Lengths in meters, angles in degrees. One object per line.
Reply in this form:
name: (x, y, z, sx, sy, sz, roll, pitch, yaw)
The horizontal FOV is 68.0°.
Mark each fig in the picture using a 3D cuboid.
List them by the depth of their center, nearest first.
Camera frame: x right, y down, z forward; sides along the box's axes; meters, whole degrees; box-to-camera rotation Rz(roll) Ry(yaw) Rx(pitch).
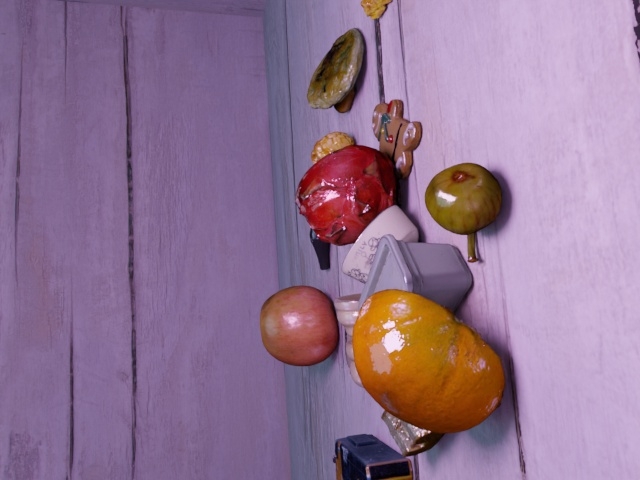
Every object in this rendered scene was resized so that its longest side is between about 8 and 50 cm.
fig: (0.300, -0.069, 0.958, 0.142, 0.186, 0.147, -37, 53, 16)

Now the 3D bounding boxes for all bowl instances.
bowl: (0.179, 0.032, 1.262, 0.126, 0.238, 0.237, 38, 142, 20)

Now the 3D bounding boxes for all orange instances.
orange: (0.203, 0.243, 0.974, 0.274, 0.275, 0.309, 110, 143, -55)

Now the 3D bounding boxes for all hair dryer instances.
hair dryer: (0.000, 0.000, 2.203, 0.271, 0.092, 0.235, -102, 3, -76)

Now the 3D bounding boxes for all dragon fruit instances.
dragon fruit: (0.086, -0.124, 1.373, 0.295, 0.302, 0.295, 58, 177, 4)

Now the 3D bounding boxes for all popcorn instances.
popcorn: (0.052, -0.310, 1.744, 0.170, 0.180, 0.180, -62, -2, -31)

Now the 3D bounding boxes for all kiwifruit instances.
kiwifruit: (0.086, -0.526, 1.750, 0.124, 0.076, 0.075, 119, 146, -55)

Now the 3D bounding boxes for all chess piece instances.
chess piece: (0.138, 0.328, 1.542, 0.167, 0.167, 0.299, 175, 89, -75)

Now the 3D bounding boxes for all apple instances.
apple: (-0.104, 0.375, 2.101, 0.364, 0.365, 0.363, 178, 90, -75)

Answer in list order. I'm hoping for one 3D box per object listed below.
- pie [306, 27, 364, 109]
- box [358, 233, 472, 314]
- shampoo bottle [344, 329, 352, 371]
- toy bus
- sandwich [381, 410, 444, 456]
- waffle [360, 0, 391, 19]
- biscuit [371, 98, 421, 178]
pie: (0.055, -0.614, 1.694, 0.323, 0.071, 0.322, -40, 41, 45)
box: (0.219, 0.137, 1.134, 0.311, 0.183, 0.175, 104, 159, -45)
shampoo bottle: (0.128, 0.362, 1.708, 0.127, 0.078, 0.256, -162, 69, -73)
toy bus: (0.160, 0.743, 1.495, 0.323, 0.162, 0.193, 156, 111, -72)
sandwich: (0.252, 0.428, 1.169, 0.235, 0.128, 0.122, 103, 151, -46)
waffle: (0.171, -0.765, 1.420, 0.211, 0.055, 0.160, 141, 127, -71)
biscuit: (0.205, -0.311, 1.387, 0.301, 0.049, 0.196, -109, 25, -50)
